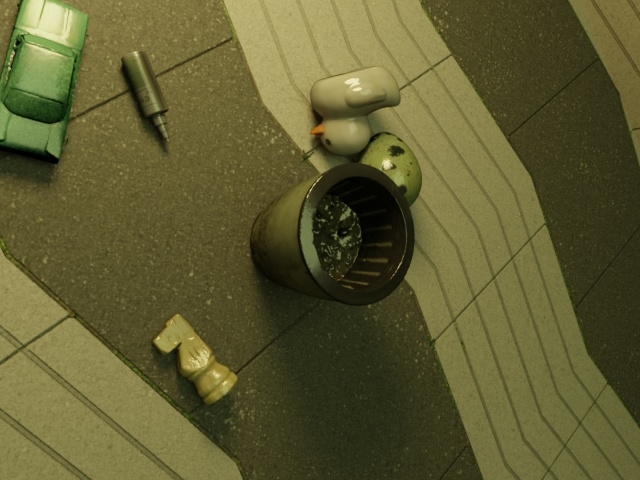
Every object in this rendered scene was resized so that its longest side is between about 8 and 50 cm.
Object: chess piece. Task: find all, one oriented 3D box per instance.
[{"bbox_3d":[-0.279,0.261,1.254,0.090,0.090,0.200,-43,97,-27],"label":"chess piece"}]

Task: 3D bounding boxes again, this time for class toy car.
[{"bbox_3d":[-0.543,-0.320,1.110,0.141,0.097,0.321,13,80,-31],"label":"toy car"}]

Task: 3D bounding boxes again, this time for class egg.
[{"bbox_3d":[0.178,-0.180,1.505,0.176,0.177,0.228,4,74,-32],"label":"egg"}]

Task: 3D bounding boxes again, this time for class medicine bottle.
[{"bbox_3d":[-0.371,-0.309,1.242,0.057,0.057,0.199,-25,101,-31],"label":"medicine bottle"}]

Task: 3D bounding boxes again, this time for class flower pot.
[{"bbox_3d":[0.000,0.000,1.292,0.293,0.330,0.294,4,83,-32],"label":"flower pot"}]

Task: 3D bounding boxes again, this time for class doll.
[{"bbox_3d":[0.087,-0.328,1.455,0.250,0.221,0.221,-19,97,-5],"label":"doll"}]
